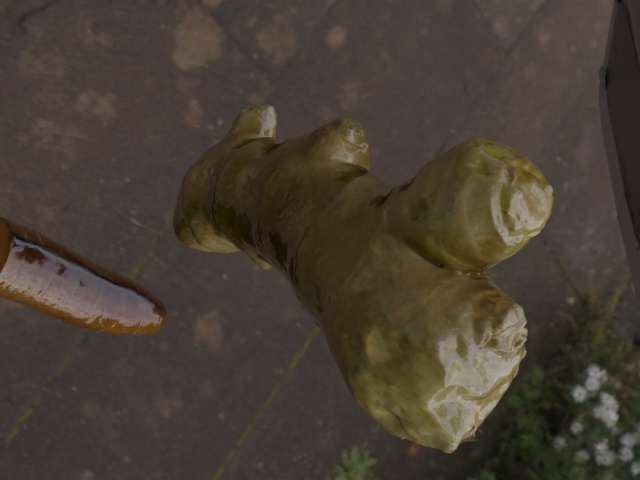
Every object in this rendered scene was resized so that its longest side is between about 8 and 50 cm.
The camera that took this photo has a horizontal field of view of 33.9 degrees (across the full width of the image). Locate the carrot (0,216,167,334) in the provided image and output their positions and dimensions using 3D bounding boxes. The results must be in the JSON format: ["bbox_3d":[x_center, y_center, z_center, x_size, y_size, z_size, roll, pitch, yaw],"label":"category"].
[{"bbox_3d":[-0.149,0.033,0.651,0.139,0.048,0.048,30,84,-41],"label":"carrot"}]

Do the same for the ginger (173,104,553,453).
[{"bbox_3d":[-0.003,-0.001,0.481,0.065,0.299,0.118,14,94,-30],"label":"ginger"}]

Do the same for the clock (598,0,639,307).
[{"bbox_3d":[0.288,-0.071,0.443,0.235,0.309,0.166,52,30,-73],"label":"clock"}]
